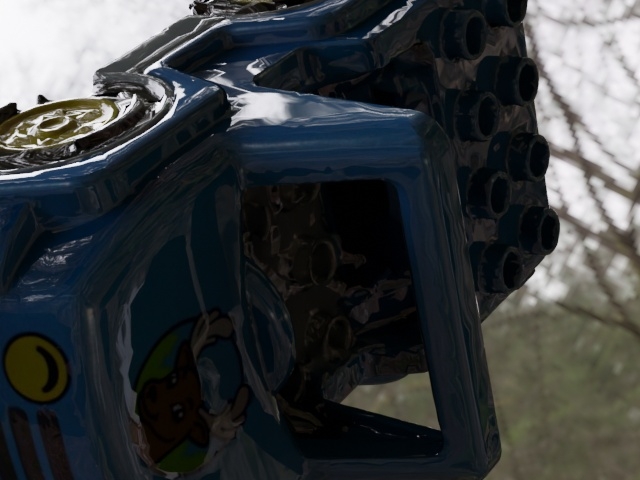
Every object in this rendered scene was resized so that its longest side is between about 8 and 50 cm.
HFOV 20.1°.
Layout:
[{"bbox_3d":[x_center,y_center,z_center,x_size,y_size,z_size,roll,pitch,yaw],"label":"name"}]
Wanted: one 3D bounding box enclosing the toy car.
[{"bbox_3d":[0.000,0.000,0.404,0.191,0.100,0.097,-40,-53,-44],"label":"toy car"}]
